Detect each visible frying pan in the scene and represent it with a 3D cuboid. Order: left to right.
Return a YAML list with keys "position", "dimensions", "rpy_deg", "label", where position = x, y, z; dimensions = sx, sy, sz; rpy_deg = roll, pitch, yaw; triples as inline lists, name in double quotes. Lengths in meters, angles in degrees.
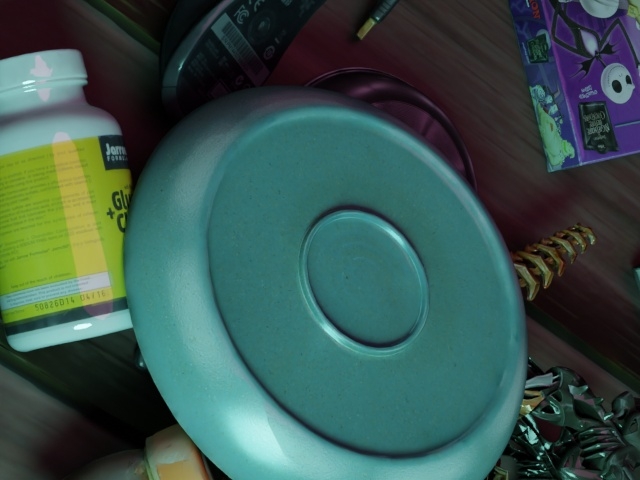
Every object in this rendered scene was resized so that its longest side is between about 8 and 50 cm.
- position: [-0.004, -0.029, 1.244]
  dimensions: [0.326, 0.053, 0.197]
  rpy_deg: [-9, 86, -36]
  label: "frying pan"

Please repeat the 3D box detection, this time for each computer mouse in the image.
- position: [-0.021, -0.182, 1.240]
  dimensions: [0.262, 0.060, 0.184]
  rpy_deg: [-54, 148, -3]
  label: "computer mouse"

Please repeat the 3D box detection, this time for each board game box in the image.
- position: [0.315, -0.189, 1.474]
  dimensions: [0.346, 0.056, 0.208]
  rpy_deg: [-14, 94, -34]
  label: "board game box"

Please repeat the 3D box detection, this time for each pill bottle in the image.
- position: [-0.171, -0.026, 1.099]
  dimensions: [0.103, 0.103, 0.184]
  rpy_deg: [-12, 89, -33]
  label: "pill bottle"

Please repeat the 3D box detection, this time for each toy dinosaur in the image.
- position: [0.123, 0.116, 1.246]
  dimensions: [0.218, 0.164, 0.322]
  rpy_deg: [38, 85, -4]
  label: "toy dinosaur"

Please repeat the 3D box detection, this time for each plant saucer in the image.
- position: [0.021, 0.033, 1.123]
  dimensions: [0.317, 0.043, 0.318]
  rpy_deg: [15, 61, -29]
  label: "plant saucer"

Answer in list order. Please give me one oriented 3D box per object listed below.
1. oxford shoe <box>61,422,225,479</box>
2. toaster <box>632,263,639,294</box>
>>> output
- position: [-0.079, 0.300, 1.117]
  dimensions: [0.132, 0.130, 0.364]
  rpy_deg: [-20, 101, -1]
  label: "oxford shoe"
- position: [0.366, 0.042, 1.397]
  dimensions: [0.185, 0.168, 0.110]
  rpy_deg: [-22, 91, -34]
  label: "toaster"
